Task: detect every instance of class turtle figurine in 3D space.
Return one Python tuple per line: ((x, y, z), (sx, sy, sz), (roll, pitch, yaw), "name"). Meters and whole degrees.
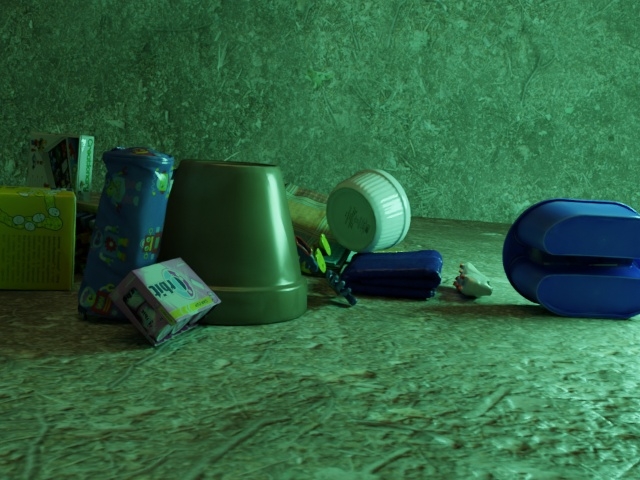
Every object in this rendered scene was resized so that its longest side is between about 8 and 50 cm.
((-0.095, 0.056, 1.815), (0.217, 0.087, 0.269), (-10, 15, 18), "turtle figurine")

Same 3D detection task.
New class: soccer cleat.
((0.351, 0.097, 1.845), (0.076, 0.068, 0.196), (19, 9, 3), "soccer cleat")

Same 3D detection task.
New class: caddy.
((0.567, 0.036, 1.722), (0.342, 0.241, 0.179), (3, 11, -7), "caddy")

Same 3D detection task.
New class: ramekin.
((0.108, -0.067, 1.978), (0.207, 0.207, 0.109), (10, 22, 42), "ramekin")

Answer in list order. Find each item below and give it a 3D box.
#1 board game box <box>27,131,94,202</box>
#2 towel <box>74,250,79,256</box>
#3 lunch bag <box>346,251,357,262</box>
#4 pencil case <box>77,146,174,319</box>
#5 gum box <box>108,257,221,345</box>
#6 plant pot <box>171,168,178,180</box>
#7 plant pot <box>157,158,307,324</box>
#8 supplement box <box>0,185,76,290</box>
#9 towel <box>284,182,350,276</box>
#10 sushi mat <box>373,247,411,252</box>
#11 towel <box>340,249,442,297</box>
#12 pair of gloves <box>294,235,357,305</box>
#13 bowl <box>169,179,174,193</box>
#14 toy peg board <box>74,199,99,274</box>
((-0.704, -0.134, 2.152), (0.193, 0.305, 0.053), (8, 5, 29), "board game box")
((-0.779, 0.008, 1.976), (0.312, 0.056, 0.324), (7, 9, 25), "towel")
((0.000, 0.000, 2.243), (0.279, 0.107, 0.224), (2, 9, -12), "lunch bag")
((-0.336, -0.013, 1.379), (0.133, 0.306, 0.119), (15, 9, 22), "pencil case")
((-0.249, 0.095, 1.293), (0.107, 0.062, 0.188), (46, 15, 6), "gum box")
((-0.385, -0.055, 2.015), (0.212, 0.235, 0.236), (-8, 12, -36), "plant pot")
((-0.176, -0.009, 1.526), (0.323, 0.280, 0.323), (5, 7, -1), "plant pot")
((-0.682, -0.012, 1.618), (0.357, 0.195, 0.194), (2, 7, -19), "supplement box")
((-0.032, -0.042, 2.107), (0.272, 0.040, 0.370), (18, 31, 9), "towel")
((0.146, 0.020, 2.508), (0.152, 0.019, 0.316), (-1, 8, -27), "sushi mat")
((0.172, 0.079, 1.875), (0.228, 0.076, 0.308), (-2, 6, 9), "towel")
((-0.001, 0.063, 1.647), (0.198, 0.023, 0.159), (46, -8, 4), "pair of gloves")
((-0.292, -0.009, 1.808), (0.290, 0.156, 0.289), (8, 26, -4), "bowl")
((-0.522, 0.004, 1.786), (0.161, 0.160, 0.079), (9, 24, 38), "toy peg board")
